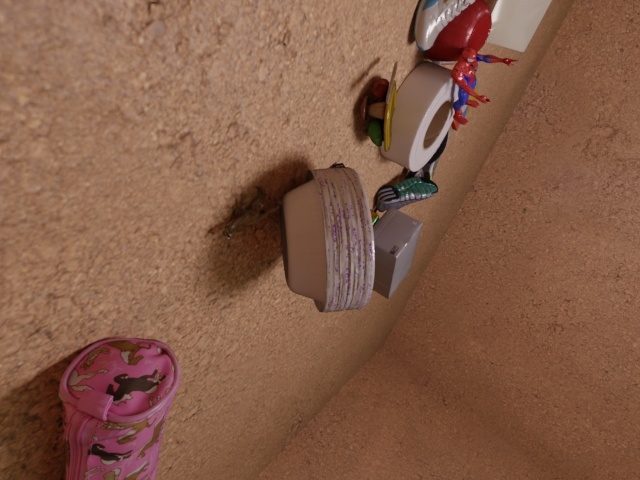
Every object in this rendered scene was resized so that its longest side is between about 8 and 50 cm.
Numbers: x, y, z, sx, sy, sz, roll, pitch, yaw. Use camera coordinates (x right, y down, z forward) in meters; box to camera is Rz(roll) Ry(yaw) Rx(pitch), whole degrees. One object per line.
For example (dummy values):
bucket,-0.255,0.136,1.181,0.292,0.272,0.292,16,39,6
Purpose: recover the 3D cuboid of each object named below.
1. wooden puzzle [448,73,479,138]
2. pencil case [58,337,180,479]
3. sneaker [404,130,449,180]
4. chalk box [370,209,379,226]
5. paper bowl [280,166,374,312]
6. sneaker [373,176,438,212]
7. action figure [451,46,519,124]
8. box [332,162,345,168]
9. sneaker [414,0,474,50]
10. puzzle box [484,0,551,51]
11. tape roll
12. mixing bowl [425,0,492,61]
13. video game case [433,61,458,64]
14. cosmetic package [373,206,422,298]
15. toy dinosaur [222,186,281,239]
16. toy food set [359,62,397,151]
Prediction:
wooden puzzle,0.518,-0.504,1.492,0.221,0.044,0.238,-60,159,6
pencil case,-0.333,0.333,0.654,0.160,0.167,0.386,5,120,-30
sneaker,0.358,-0.297,1.381,0.300,0.111,0.121,102,13,-45
chalk box,0.077,-0.005,1.102,0.132,0.132,0.213,-53,157,-13
paper bowl,0.000,0.000,0.811,0.148,0.284,0.284,-4,139,-9
sneaker,0.280,-0.147,1.360,0.223,0.083,0.098,-11,151,-18
action figure,0.402,-0.380,1.026,0.091,0.139,0.280,-59,155,0
box,0.058,-0.084,0.939,0.029,0.162,0.116,-8,139,-14
sneaker,0.281,-0.527,0.886,0.087,0.092,0.229,-19,138,-60
puzzle box,0.556,-0.715,1.047,0.272,0.052,0.409,-11,134,-40
tape roll,0.284,-0.340,1.138,0.286,0.100,0.286,-45,155,-28
mixing bowl,0.349,-0.516,0.998,0.181,0.098,0.181,-33,146,-26
video game case,0.419,-0.608,1.164,0.285,0.025,0.204,-31,146,-49
cosmetic package,0.181,0.038,1.074,0.127,0.107,0.238,-47,153,-25
toy dinosaur,-0.119,-0.049,0.758,0.092,0.053,0.183,-48,167,25
toy food set,0.129,-0.294,0.927,0.218,0.071,0.128,68,33,-66
